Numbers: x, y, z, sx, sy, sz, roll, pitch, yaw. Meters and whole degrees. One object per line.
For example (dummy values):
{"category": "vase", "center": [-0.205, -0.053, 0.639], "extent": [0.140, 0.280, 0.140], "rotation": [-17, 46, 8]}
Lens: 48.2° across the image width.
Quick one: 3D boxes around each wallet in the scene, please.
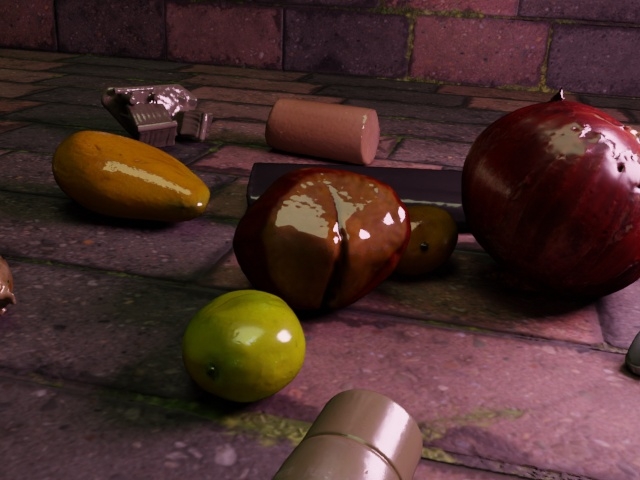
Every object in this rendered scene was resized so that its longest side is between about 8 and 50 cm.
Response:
{"category": "wallet", "center": [0.080, -0.078, 1.216], "extent": [0.405, 0.062, 0.228], "rotation": [3, 20, -2]}

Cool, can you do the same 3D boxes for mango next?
{"category": "mango", "center": [0.138, -0.005, 0.996], "extent": [0.115, 0.089, 0.165], "rotation": [7, 16, 38]}
{"category": "mango", "center": [-0.077, 0.100, 0.701], "extent": [0.117, 0.089, 0.163], "rotation": [-10, 11, -11]}
{"category": "mango", "center": [-0.305, -0.098, 1.140], "extent": [0.316, 0.119, 0.176], "rotation": [17, 17, 22]}

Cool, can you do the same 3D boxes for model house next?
{"category": "model house", "center": [-0.353, -0.275, 1.594], "extent": [0.229, 0.123, 0.188], "rotation": [-7, 25, -30]}

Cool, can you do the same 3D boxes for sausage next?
{"category": "sausage", "center": [-0.003, -0.238, 1.541], "extent": [0.252, 0.123, 0.123], "rotation": [11, 22, 23]}

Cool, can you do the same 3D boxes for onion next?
{"category": "onion", "center": [0.311, -0.046, 0.921], "extent": [0.276, 0.276, 0.276], "rotation": [2, 21, -1]}

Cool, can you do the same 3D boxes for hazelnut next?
{"category": "hazelnut", "center": [0.000, 0.003, 0.865], "extent": [0.212, 0.181, 0.181], "rotation": [-4, 50, -14]}

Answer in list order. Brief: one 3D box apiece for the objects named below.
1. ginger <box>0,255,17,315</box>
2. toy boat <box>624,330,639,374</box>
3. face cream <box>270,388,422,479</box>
{"category": "ginger", "center": [-0.435, 0.057, 0.756], "extent": [0.204, 0.080, 0.104], "rotation": [-12, 58, -32]}
{"category": "toy boat", "center": [0.447, 0.100, 0.781], "extent": [0.260, 0.085, 0.078], "rotation": [-15, 24, -14]}
{"category": "face cream", "center": [-0.028, 0.219, 0.411], "extent": [0.137, 0.084, 0.341], "rotation": [9, 30, 22]}
